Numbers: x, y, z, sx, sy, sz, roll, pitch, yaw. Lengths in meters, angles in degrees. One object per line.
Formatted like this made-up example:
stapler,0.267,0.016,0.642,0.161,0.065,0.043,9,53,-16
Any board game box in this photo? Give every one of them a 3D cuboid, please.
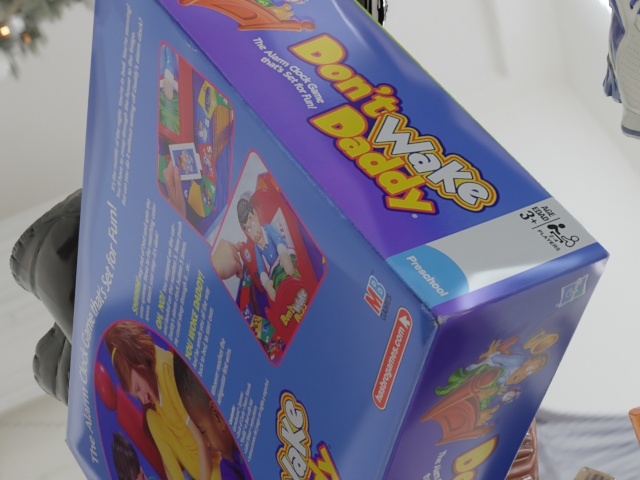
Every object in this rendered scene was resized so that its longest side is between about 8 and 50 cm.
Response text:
board game box,-0.025,0.060,0.606,0.233,0.078,0.347,50,-36,31

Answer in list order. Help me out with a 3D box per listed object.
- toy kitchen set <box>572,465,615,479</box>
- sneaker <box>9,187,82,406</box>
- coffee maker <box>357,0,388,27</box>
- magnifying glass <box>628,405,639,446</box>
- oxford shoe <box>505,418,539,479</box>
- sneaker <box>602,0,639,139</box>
toy kitchen set,0.156,0.137,0.645,0.075,0.083,0.068,-33,133,-57
sneaker,-0.139,0.061,0.953,0.130,0.109,0.286,43,-25,21
coffee maker,-0.013,-0.151,0.666,0.178,0.120,0.171,85,-11,-47
magnifying glass,0.324,0.258,1.191,0.092,0.026,0.231,-167,-122,-78
oxford shoe,0.048,0.243,0.811,0.140,0.146,0.397,3,89,-55
sneaker,0.341,-0.215,1.322,0.315,0.127,0.182,-95,175,-71
